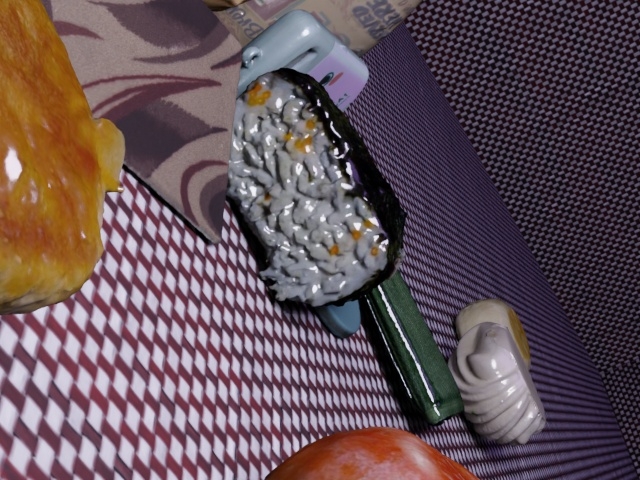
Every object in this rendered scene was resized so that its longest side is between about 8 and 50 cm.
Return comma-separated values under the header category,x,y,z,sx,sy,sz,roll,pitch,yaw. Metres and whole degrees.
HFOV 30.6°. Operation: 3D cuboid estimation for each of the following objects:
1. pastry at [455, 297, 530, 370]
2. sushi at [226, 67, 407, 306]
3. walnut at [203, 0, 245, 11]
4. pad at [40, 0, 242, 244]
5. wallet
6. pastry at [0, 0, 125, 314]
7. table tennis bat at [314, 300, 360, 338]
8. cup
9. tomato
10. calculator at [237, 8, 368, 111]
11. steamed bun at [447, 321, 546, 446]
category,x,y,z,sx,sy,sz,roll,pitch,yaw
pastry,0.277,0.167,1.859,0.156,0.092,0.156,49,27,-36
sushi,-0.009,-0.050,1.102,0.225,0.136,0.126,66,12,11
walnut,-0.115,-0.334,1.080,0.225,0.225,0.261,15,58,-72
pad,-0.152,-0.162,0.912,0.330,0.004,0.220,45,41,-50
wallet,0.093,0.103,1.363,0.236,0.055,0.160,64,7,12
pastry,-0.189,-0.067,0.555,0.229,0.100,0.218,69,18,-1
table tennis bat,0.000,0.000,1.264,0.149,0.038,0.237,52,22,-43
cup,-0.021,-0.335,1.335,0.301,0.257,0.227,58,12,-15
tomato,0.025,0.205,0.771,0.155,0.181,0.214,48,3,12
calculator,-0.032,-0.163,1.222,0.045,0.141,0.246,53,10,17
steamed bun,0.237,0.205,1.614,0.183,0.106,0.183,-23,90,-78
